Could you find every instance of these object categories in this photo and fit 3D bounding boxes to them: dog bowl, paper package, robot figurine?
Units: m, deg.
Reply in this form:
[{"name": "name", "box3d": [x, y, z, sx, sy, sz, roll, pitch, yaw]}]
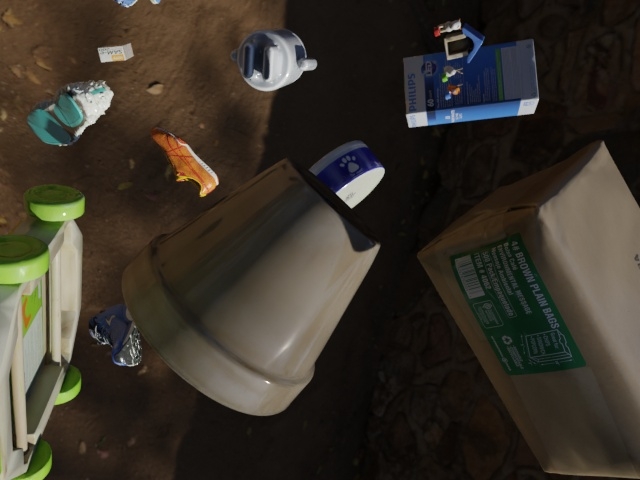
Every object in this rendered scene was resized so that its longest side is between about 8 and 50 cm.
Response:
[{"name": "dog bowl", "box3d": [0.054, -0.164, 1.479, 0.265, 0.104, 0.265, -36, 168, -9]}, {"name": "paper package", "box3d": [0.326, 0.076, 0.650, 0.309, 0.168, 0.324, -31, 92, -45]}, {"name": "robot figurine", "box3d": [-0.168, -0.645, 1.802, 0.353, 0.300, 0.199, -59, 162, -63]}]

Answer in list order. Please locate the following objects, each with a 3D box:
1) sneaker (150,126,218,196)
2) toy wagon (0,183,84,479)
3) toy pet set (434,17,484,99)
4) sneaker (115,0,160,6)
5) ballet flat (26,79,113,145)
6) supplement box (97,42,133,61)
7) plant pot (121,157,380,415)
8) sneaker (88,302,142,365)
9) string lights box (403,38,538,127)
[{"name": "sneaker", "box3d": [-0.291, -0.165, 1.057, 0.175, 0.064, 0.067, 45, 75, -8]}, {"name": "toy wagon", "box3d": [-0.290, 0.112, 0.487, 0.068, 0.344, 0.267, 7, 115, -13]}, {"name": "toy pet set", "box3d": [0.248, -0.325, 0.882, 0.114, 0.065, 0.122, -57, 136, -51]}, {"name": "sneaker", "box3d": [-0.462, -0.572, 1.147, 0.211, 0.080, 0.081, -16, 115, -21]}, {"name": "ballet flat", "box3d": [-0.703, -0.366, 1.450, 0.147, 0.409, 0.147, 1, 89, -45]}, {"name": "supplement box", "box3d": [-0.524, -0.484, 1.304, 0.062, 0.098, 0.036, -7, 116, -5]}, {"name": "plant pot", "box3d": [-0.071, 0.043, 0.758, 0.280, 0.323, 0.323, -46, 133, 10]}, {"name": "sneaker", "box3d": [-0.632, 0.292, 1.560, 0.147, 0.330, 0.129, -7, 107, -20]}, {"name": "string lights box", "box3d": [0.309, -0.326, 1.066, 0.077, 0.260, 0.133, 32, 56, -72]}]
